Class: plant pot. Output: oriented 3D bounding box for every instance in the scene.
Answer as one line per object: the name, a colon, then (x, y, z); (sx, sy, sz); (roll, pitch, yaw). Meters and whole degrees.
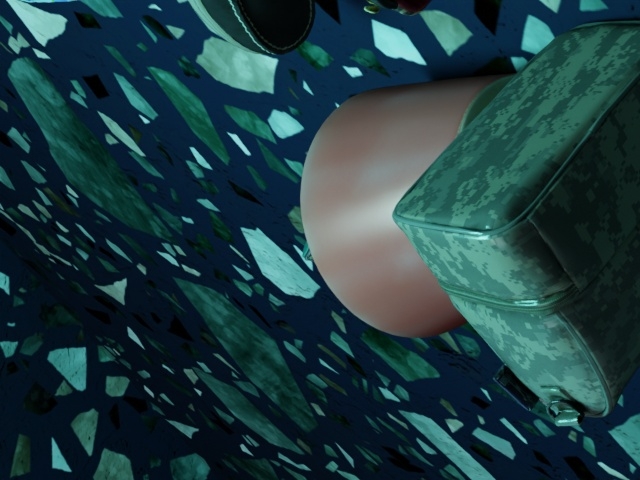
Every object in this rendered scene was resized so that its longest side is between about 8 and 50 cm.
plant pot: (0.150, -0.050, 1.947); (0.275, 0.275, 0.243); (47, 151, -15)

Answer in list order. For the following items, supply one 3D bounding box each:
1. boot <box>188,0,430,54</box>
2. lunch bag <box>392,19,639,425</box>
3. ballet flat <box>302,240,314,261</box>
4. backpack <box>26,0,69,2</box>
boot: (-0.009, -0.285, 1.835); (0.284, 0.138, 0.377); (28, 151, 32)
lunch bag: (0.253, -0.015, 1.730); (0.256, 0.305, 0.212); (51, 159, -22)
ballet flat: (0.000, 0.000, 2.635); (0.041, 0.041, 0.114); (38, 160, 8)
backpack: (-0.297, -0.393, 2.081); (0.355, 0.273, 0.290); (-18, 123, 43)
